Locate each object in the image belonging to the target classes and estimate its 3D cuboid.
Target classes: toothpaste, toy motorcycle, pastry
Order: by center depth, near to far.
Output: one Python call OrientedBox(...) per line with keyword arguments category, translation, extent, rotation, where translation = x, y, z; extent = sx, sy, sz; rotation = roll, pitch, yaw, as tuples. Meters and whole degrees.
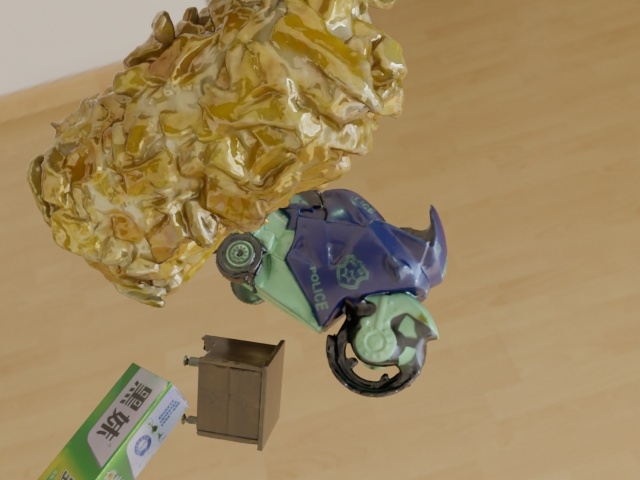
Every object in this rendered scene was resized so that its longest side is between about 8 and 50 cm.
OrientedBox(category="pastry", translation=(-0.064, -0.074, 0.475), extent=(0.250, 0.154, 0.102), rotation=(-37, 2, 29))
OrientedBox(category="toothpaste", translation=(-0.165, 0.169, 0.570), extent=(0.043, 0.037, 0.178), rotation=(18, 60, 35))
OrientedBox(category="toy motorcycle", translation=(0.000, 0.000, 0.844), extent=(0.331, 0.125, 0.196), rotation=(40, 78, 19))

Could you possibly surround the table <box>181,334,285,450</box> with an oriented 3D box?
OrientedBox(category="table", translation=(-0.083, 0.139, 0.780), extent=(0.082, 0.083, 0.070), rotation=(7, 15, 10))
